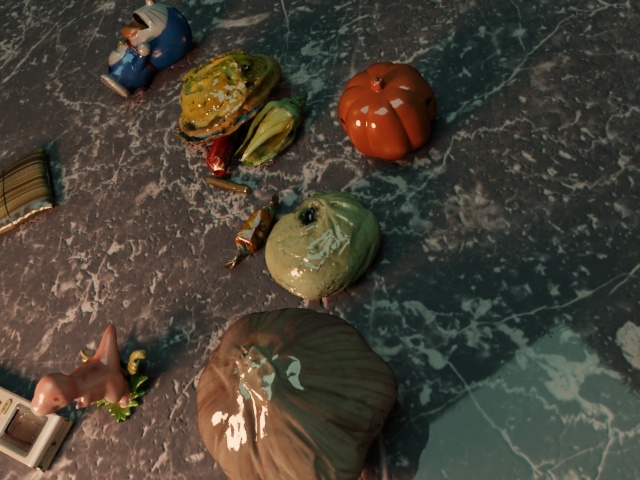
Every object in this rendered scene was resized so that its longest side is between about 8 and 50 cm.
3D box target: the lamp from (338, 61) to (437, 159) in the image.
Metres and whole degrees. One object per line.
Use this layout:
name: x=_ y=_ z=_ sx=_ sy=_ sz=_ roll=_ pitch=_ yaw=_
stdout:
lamp: x=0.126 y=-0.253 z=1.379 sx=0.187 sy=0.164 sz=0.188 roll=-10 pitch=56 yaw=15

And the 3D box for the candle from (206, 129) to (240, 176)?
candle: x=-0.211 y=-0.188 z=1.541 sx=0.052 sy=0.052 sz=0.131 roll=-3 pitch=51 yaw=21

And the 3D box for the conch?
conch: x=-0.097 y=-0.235 z=1.519 sx=0.095 sy=0.079 sz=0.201 roll=32 pitch=93 yaw=21

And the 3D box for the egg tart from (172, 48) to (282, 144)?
egg tart: x=-0.220 y=-0.328 z=1.567 sx=0.290 sy=0.107 sz=0.291 roll=-24 pitch=34 yaw=18

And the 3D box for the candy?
candy: x=-0.129 y=-0.015 z=1.414 sx=0.046 sy=0.053 sz=0.182 roll=28 pitch=76 yaw=26

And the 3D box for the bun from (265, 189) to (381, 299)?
bun: x=-0.002 y=0.002 z=1.311 sx=0.221 sy=0.108 sz=0.221 roll=-10 pitch=58 yaw=17

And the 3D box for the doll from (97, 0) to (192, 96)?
doll: x=-0.433 y=-0.464 z=1.750 sx=0.257 sy=0.161 sz=0.215 roll=-48 pitch=29 yaw=-6

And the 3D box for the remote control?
remote control: x=-0.609 y=0.345 z=1.393 sx=0.277 sy=0.055 sz=0.103 roll=14 pitch=68 yaw=29

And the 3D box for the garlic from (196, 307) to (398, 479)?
garlic: x=-0.055 y=0.241 z=1.099 sx=0.317 sy=0.259 sz=0.317 roll=-8 pitch=56 yaw=13

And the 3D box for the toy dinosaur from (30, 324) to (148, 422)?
toy dinosaur: x=-0.421 y=0.239 z=1.304 sx=0.152 sy=0.177 sz=0.194 roll=32 pitch=75 yaw=33

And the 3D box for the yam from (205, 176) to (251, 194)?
yam: x=-0.195 y=-0.116 z=1.519 sx=0.116 sy=0.021 sz=0.021 roll=16 pitch=68 yaw=29

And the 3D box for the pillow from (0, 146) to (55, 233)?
pillow: x=-0.738 y=-0.109 z=1.724 sx=0.208 sy=0.052 sz=0.212 roll=-26 pitch=55 yaw=2
